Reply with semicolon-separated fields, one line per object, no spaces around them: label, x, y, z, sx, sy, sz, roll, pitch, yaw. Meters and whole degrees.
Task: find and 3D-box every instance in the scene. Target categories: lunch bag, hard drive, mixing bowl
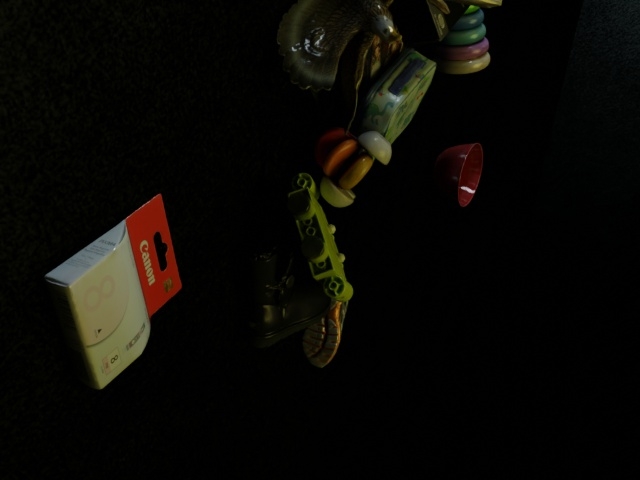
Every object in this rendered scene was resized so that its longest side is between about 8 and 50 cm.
lunch bag;0.152;-0.292;1.584;0.219;0.090;0.176;-51;171;-33
hard drive;0.005;-0.331;1.408;0.135;0.022;0.094;-62;151;-21
mixing bowl;0.377;-0.193;2.112;0.181;0.098;0.181;-40;138;-49

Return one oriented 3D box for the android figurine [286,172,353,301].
android figurine;0.000;0.000;1.424;0.273;0.056;0.248;48;23;-72

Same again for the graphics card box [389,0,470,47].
graphics card box;0.244;-0.581;1.527;0.371;0.094;0.232;-54;129;-38

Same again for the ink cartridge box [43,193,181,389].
ink cartridge box;-0.271;0.069;1.076;0.232;0.066;0.189;-41;139;-41

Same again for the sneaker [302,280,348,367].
sneaker;0.021;0.176;1.664;0.083;0.084;0.214;-2;106;-67

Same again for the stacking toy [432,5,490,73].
stacking toy;0.334;-0.574;1.793;0.141;0.141;0.330;-43;136;-45

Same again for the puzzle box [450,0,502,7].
puzzle box;0.120;-0.537;1.182;0.409;0.052;0.271;4;100;-20

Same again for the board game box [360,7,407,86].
board game box;0.144;-0.448;1.563;0.243;0.042;0.165;-50;152;-39

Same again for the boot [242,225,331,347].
boot;-0.054;0.069;1.440;0.247;0.094;0.207;-26;131;-48

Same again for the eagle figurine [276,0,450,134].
eagle figurine;0.065;-0.371;1.326;0.298;0.226;0.225;-47;-169;10

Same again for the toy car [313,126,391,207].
toy car;0.047;-0.160;1.465;0.159;0.136;0.182;-48;-177;11
